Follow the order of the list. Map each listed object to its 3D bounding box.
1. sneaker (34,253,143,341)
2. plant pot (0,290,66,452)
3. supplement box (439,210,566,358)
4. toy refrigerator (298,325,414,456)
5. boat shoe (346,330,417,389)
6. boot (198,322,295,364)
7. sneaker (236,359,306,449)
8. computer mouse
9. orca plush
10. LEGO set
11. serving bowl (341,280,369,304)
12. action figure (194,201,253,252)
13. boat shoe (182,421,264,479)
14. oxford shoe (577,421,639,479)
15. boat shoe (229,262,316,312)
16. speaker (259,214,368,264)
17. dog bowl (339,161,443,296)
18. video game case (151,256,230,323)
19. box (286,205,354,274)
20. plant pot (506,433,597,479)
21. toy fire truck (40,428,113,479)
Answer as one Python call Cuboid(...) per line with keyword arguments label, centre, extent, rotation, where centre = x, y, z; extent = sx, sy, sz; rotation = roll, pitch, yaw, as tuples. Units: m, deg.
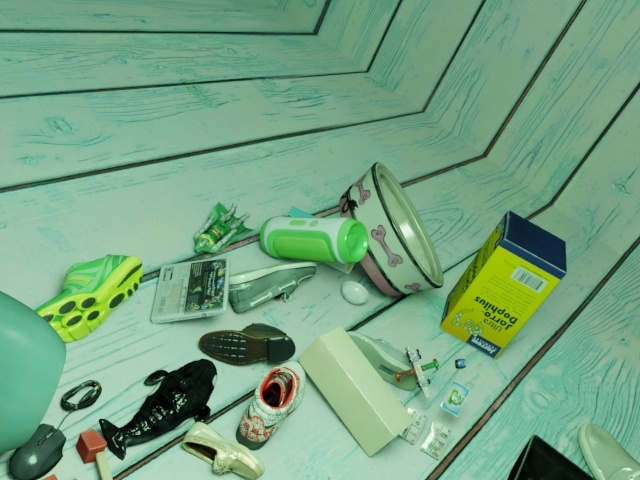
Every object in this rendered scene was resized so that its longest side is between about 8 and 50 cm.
Cuboid(label="sneaker", centre=(-0.513, 0.120, 1.364), extent=(0.123, 0.110, 0.295), rotation=(13, 29, 22))
Cuboid(label="plant pot", centre=(-0.564, 0.214, 1.022), extent=(0.235, 0.293, 0.293), rotation=(28, 30, -27))
Cuboid(label="supplement box", centre=(0.526, 0.130, 1.831), extent=(0.195, 0.357, 0.194), rotation=(29, 32, 3))
Cuboid(label="toy refrigerator", centre=(0.080, 0.336, 1.427), extent=(0.094, 0.102, 0.269), rotation=(-18, 63, -49))
Cuboid(label="boat shoe", centre=(0.153, 0.295, 1.607), extent=(0.227, 0.079, 0.081), rotation=(33, 26, -3))
Cuboid(label="boot", centre=(-0.171, 0.239, 1.472), extent=(0.219, 0.082, 0.106), rotation=(6, 6, -7))
Cuboid(label="sneaker", centre=(-0.077, 0.312, 1.345), extent=(0.090, 0.145, 0.270), rotation=(32, 33, 7))
Cuboid(label="computer mouse", centre=(-0.469, 0.331, 1.137), extent=(0.071, 0.041, 0.242), rotation=(26, 32, -1))
Cuboid(label="orca plush", centre=(-0.300, 0.298, 1.244), extent=(0.287, 0.102, 0.151), rotation=(-14, 51, -46))
Cuboid(label="LEGO set", centre=(0.253, 0.371, 1.519), extent=(0.182, 0.060, 0.244), rotation=(30, 69, 4))
Cuboid(label="serving bowl", centre=(0.095, 0.154, 1.794), extent=(0.083, 0.027, 0.083), rotation=(18, 34, -13))
Cuboid(label="action figure", centre=(-0.281, -0.027, 1.751), extent=(0.137, 0.063, 0.232), rotation=(33, 37, 4))
Cuboid(label="boat shoe", centre=(-0.189, 0.416, 1.206), extent=(0.170, 0.063, 0.059), rotation=(25, 34, 14))
Cuboid(label="oxford shoe", centre=(0.818, 0.633, 1.562), extent=(0.169, 0.130, 0.449), rotation=(3, 39, -30))
Cuboid(label="boat shoe", centre=(-0.122, 0.117, 1.660), extent=(0.319, 0.116, 0.099), rotation=(-9, 90, -52))
Cuboid(label="speaker", centre=(-0.021, -0.004, 1.714), extent=(0.296, 0.131, 0.131), rotation=(4, 16, 37))
Cuboid(label="dog bowl", centre=(0.201, -0.016, 1.849), extent=(0.408, 0.150, 0.408), rotation=(51, 21, -29))
Cuboid(label="video game case", centre=(-0.303, 0.115, 1.498), extent=(0.173, 0.022, 0.190), rotation=(-8, 38, 1))
Cuboid(label="box", centre=(0.000, 0.000, 1.873), extent=(0.244, 0.101, 0.060), rotation=(26, 31, -2))
Cuboid(label="plant pot", centre=(0.471, 0.574, 1.357), extent=(0.188, 0.167, 0.187), rotation=(38, 34, 14))
Cuboid(label="toy fire truck", centre=(-0.396, 0.423, 1.056), extent=(0.135, 0.047, 0.192), rotation=(-14, 51, -47))
